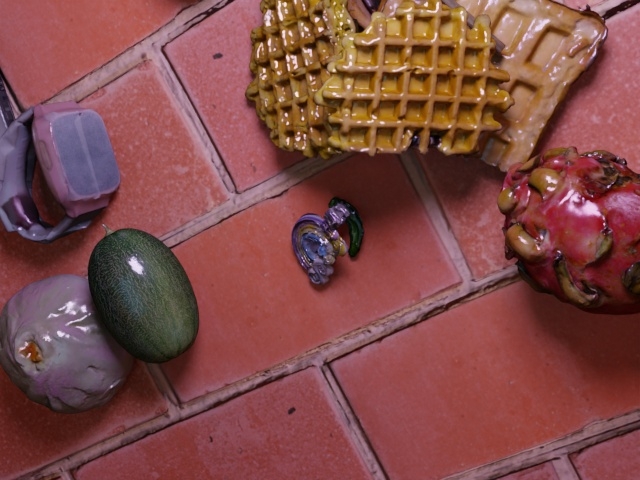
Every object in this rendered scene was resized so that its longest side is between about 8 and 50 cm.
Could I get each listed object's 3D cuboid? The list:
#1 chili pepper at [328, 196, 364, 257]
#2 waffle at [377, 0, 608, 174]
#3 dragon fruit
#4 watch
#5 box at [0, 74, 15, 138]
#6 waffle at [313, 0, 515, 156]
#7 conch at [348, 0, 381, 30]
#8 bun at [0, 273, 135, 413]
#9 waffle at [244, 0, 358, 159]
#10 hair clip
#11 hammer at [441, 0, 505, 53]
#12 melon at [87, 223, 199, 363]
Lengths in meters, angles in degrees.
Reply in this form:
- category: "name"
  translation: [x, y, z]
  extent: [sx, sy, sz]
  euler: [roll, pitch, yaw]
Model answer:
- category: "chili pepper"
  translation: [0.056, -0.029, 1.462]
  extent: [0.055, 0.035, 0.118]
  euler: [-12, 107, 41]
- category: "waffle"
  translation: [0.240, -0.293, 1.305]
  extent: [0.348, 0.077, 0.304]
  euler: [26, 107, -1]
- category: "dragon fruit"
  translation: [0.407, -0.017, 1.247]
  extent: [0.291, 0.269, 0.250]
  euler: [29, 107, -5]
- category: "watch"
  translation: [-0.528, -0.125, 1.557]
  extent: [0.241, 0.161, 0.253]
  euler: [-11, 97, 30]
- category: "box"
  translation: [-0.717, -0.301, 1.609]
  extent: [0.210, 0.045, 0.270]
  euler: [-16, 97, 18]
- category: "waffle"
  translation: [0.151, -0.222, 1.223]
  extent: [0.309, 0.065, 0.283]
  euler: [-41, 111, 6]
- category: "conch"
  translation: [0.061, -0.407, 1.357]
  extent: [0.232, 0.080, 0.086]
  euler: [27, 123, -17]
- category: "bun"
  translation: [-0.524, 0.218, 1.600]
  extent: [0.293, 0.187, 0.293]
  euler: [3, 105, 13]
- category: "waffle"
  translation: [-0.029, -0.296, 1.334]
  extent: [0.307, 0.060, 0.312]
  euler: [41, 129, 39]
- category: "hair clip"
  translation: [-0.001, 0.000, 1.463]
  extent: [0.116, 0.049, 0.172]
  euler: [54, 137, 19]
- category: "hammer"
  translation: [0.213, -0.353, 1.246]
  extent: [0.182, 0.017, 0.062]
  euler: [42, 103, -4]
- category: "melon"
  translation: [-0.338, 0.095, 1.522]
  extent: [0.182, 0.182, 0.288]
  euler: [-21, 98, 19]
